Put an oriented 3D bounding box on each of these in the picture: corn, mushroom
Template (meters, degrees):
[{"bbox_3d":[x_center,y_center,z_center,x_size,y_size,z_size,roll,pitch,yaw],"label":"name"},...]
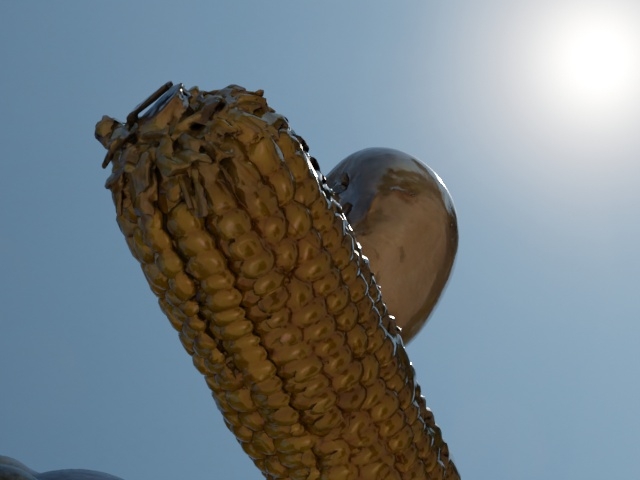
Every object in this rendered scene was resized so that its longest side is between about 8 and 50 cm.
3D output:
[{"bbox_3d":[-0.010,0.058,0.656,0.115,0.115,0.318,-40,-63,-31],"label":"corn"},{"bbox_3d":[0.000,0.000,1.469,0.290,0.297,0.297,41,-114,-20],"label":"mushroom"}]

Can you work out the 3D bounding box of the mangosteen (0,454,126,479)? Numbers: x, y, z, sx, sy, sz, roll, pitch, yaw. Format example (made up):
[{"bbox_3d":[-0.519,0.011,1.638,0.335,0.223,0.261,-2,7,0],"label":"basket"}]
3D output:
[{"bbox_3d":[-0.160,0.194,0.686,0.199,0.200,0.200,-1,-89,-38],"label":"mangosteen"}]
